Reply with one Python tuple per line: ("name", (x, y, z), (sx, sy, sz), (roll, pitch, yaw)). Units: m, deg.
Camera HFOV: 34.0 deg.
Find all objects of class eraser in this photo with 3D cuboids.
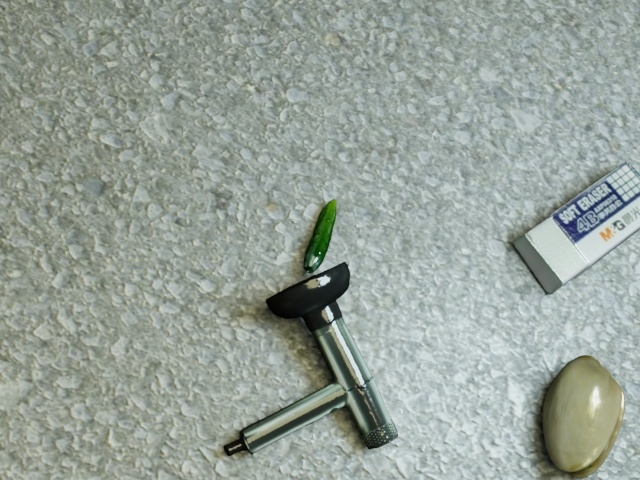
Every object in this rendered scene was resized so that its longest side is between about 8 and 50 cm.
("eraser", (0.514, -0.027, 2.001), (0.287, 0.086, 0.130), (-32, 80, -20))

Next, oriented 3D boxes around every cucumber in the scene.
("cucumber", (0.000, 0.000, 1.897), (0.039, 0.039, 0.168), (21, 64, -6))

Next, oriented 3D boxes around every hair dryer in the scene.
("hair dryer", (-0.035, 0.225, 1.762), (0.284, 0.156, 0.320), (-15, 85, -28))

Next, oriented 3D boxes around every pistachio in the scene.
("pistachio", (0.463, 0.310, 1.860), (0.144, 0.144, 0.215), (20, 75, -6))
